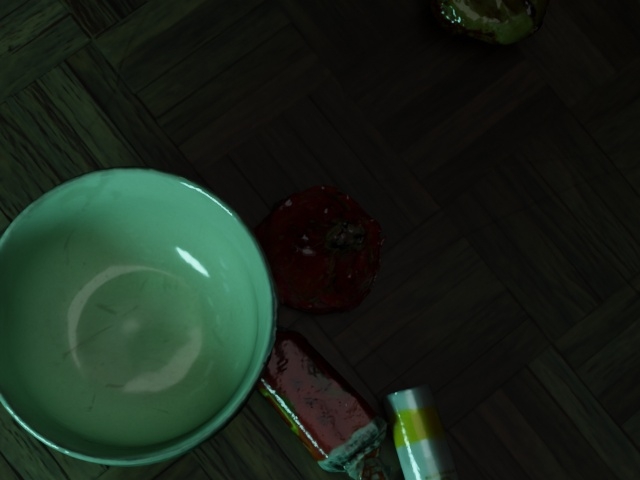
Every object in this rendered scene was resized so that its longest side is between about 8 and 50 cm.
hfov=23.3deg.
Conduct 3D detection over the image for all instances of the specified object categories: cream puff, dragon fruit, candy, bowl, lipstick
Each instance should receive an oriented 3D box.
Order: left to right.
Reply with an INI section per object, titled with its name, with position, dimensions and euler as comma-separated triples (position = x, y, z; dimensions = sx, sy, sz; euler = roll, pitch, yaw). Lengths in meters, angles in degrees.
[bowl]
position = -0.198, 0.086, 1.629
dimensions = 0.307, 0.163, 0.307
euler = 1, 78, -3
[candy]
position = -0.009, 0.170, 1.695
dimensions = 0.086, 0.059, 0.292
euler = -39, 84, -13
[dragon fruit]
position = 0.000, 0.000, 1.711
dimensions = 0.153, 0.111, 0.153
euler = 2, 73, -7
[lipstick]
position = 0.131, 0.289, 1.687
dimensions = 0.059, 0.059, 0.264
euler = -15, 80, -11
[cream puff]
position = 0.196, -0.290, 1.815
dimensions = 0.149, 0.084, 0.149
euler = 1, 81, -8
